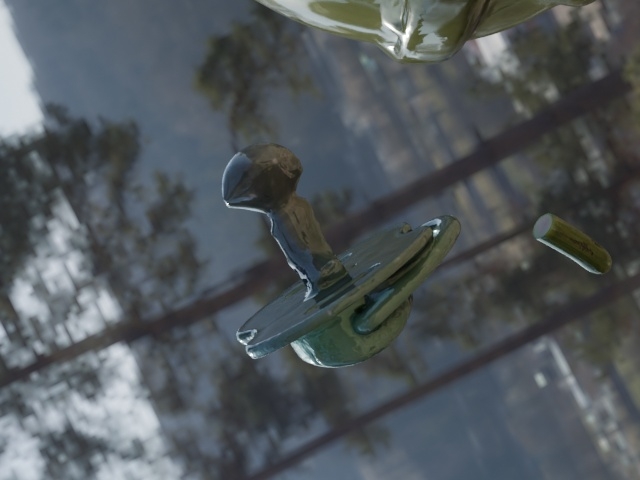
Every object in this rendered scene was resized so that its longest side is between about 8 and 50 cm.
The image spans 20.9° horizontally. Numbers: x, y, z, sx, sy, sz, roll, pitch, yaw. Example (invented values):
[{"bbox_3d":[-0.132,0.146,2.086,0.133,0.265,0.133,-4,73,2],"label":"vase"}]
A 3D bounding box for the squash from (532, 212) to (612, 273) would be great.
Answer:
[{"bbox_3d":[0.229,0.005,1.551,0.083,0.027,0.027,29,-164,-27],"label":"squash"}]

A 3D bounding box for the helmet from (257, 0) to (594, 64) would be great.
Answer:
[{"bbox_3d":[0.028,-0.127,0.482,0.257,0.204,0.137,43,-154,-67],"label":"helmet"}]

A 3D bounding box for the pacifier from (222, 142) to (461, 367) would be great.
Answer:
[{"bbox_3d":[0.000,0.000,0.852,0.116,0.127,0.150,59,-178,-4],"label":"pacifier"}]
